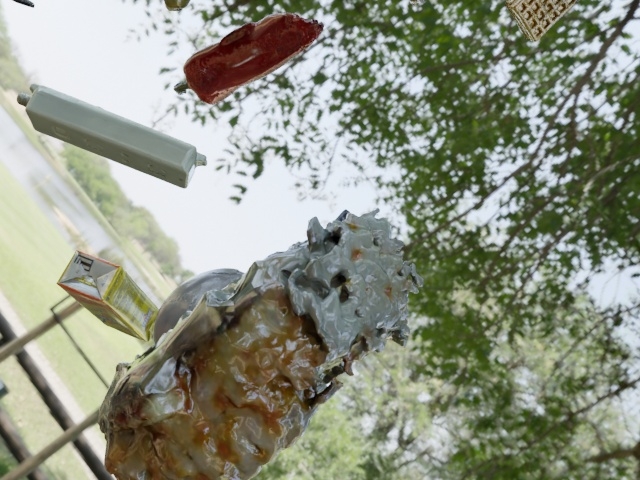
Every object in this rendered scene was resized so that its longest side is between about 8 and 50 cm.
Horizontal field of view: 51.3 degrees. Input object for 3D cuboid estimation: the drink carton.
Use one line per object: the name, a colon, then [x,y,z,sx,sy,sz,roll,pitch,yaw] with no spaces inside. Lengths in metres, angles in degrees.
drink carton: [-0.575,0.165,1.860,0.155,0.111,0.351,19,-23,14]

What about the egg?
egg: [-0.185,0.128,1.102,0.146,0.198,0.146,33,-27,19]

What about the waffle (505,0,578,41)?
waffle: [0.454,-0.487,1.342,0.102,0.148,0.042,45,5,-27]

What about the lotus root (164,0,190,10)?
lotus root: [-0.259,-0.468,1.229,0.049,0.099,0.054,28,-17,-32]

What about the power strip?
power strip: [-0.362,-0.179,1.148,0.339,0.058,0.098,22,-17,-6]

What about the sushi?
sushi: [-0.057,0.129,0.760,0.175,0.418,0.417,56,-12,5]

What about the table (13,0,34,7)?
table: [-0.601,-0.565,1.099,0.317,0.249,0.317,-4,-95,54]

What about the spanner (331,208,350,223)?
spanner: [0.000,0.000,1.570,0.046,0.208,0.012,50,-19,-19]

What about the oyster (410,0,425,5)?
oyster: [0.177,-0.611,1.241,0.096,0.221,0.361,9,-21,9]

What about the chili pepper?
chili pepper: [-0.155,-0.343,1.274,0.388,0.110,0.110,-17,-62,31]
